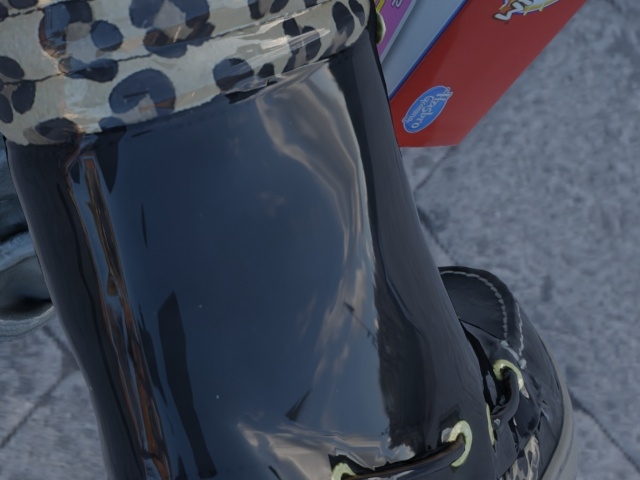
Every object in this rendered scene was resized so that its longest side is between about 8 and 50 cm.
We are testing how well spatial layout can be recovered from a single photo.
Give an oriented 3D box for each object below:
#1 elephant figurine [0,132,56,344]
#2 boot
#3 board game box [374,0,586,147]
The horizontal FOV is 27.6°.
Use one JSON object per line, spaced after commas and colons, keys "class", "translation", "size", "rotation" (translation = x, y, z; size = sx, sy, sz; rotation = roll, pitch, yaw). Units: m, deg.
{"class": "elephant figurine", "translation": [-0.156, -0.024, 0.752], "size": [0.186, 0.239, 0.169], "rotation": [15, 51, 12]}
{"class": "boot", "translation": [0.000, 0.000, 0.510], "size": [0.377, 0.138, 0.284], "rotation": [-43, 123, -62]}
{"class": "board game box", "translation": [0.072, -0.225, 0.552], "size": [0.064, 0.316, 0.242], "rotation": [-3, 62, -31]}
